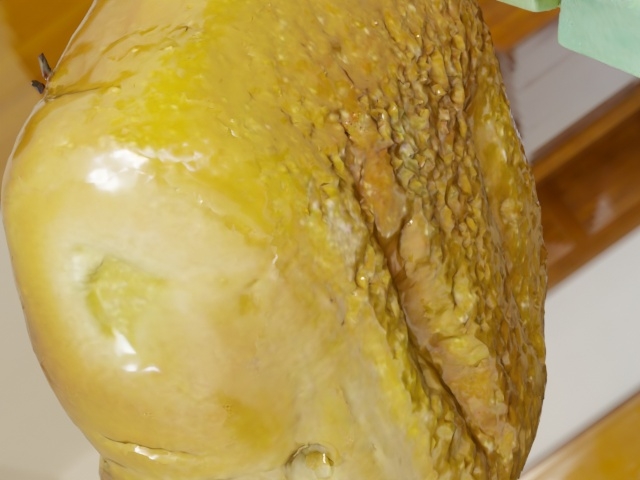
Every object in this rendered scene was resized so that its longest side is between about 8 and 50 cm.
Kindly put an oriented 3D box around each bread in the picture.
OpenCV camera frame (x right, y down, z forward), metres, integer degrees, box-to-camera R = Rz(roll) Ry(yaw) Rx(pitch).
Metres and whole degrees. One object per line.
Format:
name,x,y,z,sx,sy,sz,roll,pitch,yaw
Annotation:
bread,0.008,0.000,0.804,0.337,0.148,0.328,-64,-35,-49

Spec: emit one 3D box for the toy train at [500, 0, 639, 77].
toy train,0.200,-0.239,1.352,0.397,0.160,0.253,28,-153,34
